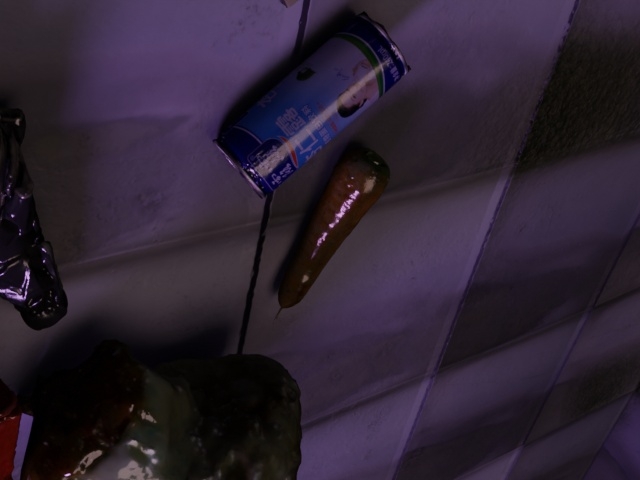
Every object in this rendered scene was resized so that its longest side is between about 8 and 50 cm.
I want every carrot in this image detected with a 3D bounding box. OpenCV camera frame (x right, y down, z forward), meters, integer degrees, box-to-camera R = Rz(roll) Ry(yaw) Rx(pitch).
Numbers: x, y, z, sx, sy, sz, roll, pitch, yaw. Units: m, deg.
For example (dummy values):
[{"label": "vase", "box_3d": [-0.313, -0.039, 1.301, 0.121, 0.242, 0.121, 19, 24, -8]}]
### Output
[{"label": "carrot", "box_3d": [0.000, 0.000, 1.221, 0.078, 0.078, 0.298, 5, 125, -46]}]

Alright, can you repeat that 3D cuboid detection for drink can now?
[{"label": "drink can", "box_3d": [-0.011, -0.160, 1.028, 0.235, 0.097, 0.097, -41, 143, -3]}]

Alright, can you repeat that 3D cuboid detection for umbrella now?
[{"label": "umbrella", "box_3d": [-0.313, -0.026, 0.871, 0.106, 0.113, 0.358, -7, 142, -2]}]

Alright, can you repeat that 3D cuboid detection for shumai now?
[{"label": "shumai", "box_3d": [-0.235, 0.290, 1.120, 0.323, 0.324, 0.397, 33, 96, -38]}]

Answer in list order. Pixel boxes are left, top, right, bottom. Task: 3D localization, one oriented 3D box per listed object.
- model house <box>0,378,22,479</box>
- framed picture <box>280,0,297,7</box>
[{"label": "model house", "box_3d": [-0.449, 0.248, 0.945, 0.196, 0.160, 0.254, -19, 134, -41]}, {"label": "framed picture", "box_3d": [-0.014, -0.359, 0.896, 0.150, 0.015, 0.203, -39, 143, -8]}]
